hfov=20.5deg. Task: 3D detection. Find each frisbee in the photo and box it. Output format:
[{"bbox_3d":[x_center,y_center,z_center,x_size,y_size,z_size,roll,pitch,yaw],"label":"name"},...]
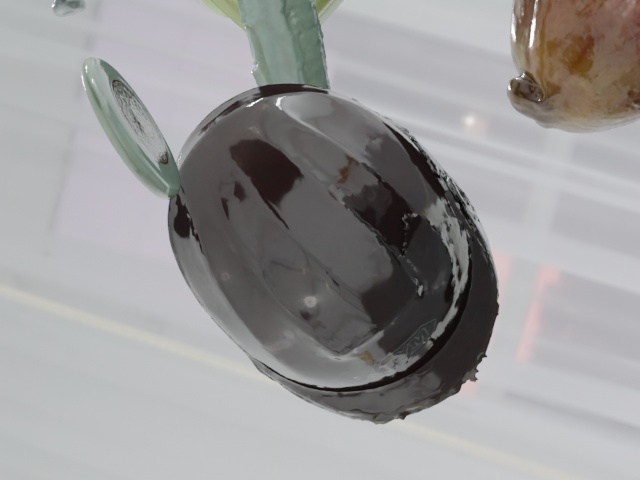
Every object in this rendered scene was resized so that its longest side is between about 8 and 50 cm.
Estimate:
[{"bbox_3d":[-0.126,-0.077,1.195,0.014,0.110,0.110,-30,-6,9],"label":"frisbee"}]

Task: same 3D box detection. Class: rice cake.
[{"bbox_3d":[-0.027,-0.151,1.655,0.063,0.066,0.336,-26,-72,-51],"label":"rice cake"}]

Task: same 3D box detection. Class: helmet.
[{"bbox_3d":[0.000,0.000,1.419,0.225,0.305,0.177,-45,-20,4],"label":"helmet"}]

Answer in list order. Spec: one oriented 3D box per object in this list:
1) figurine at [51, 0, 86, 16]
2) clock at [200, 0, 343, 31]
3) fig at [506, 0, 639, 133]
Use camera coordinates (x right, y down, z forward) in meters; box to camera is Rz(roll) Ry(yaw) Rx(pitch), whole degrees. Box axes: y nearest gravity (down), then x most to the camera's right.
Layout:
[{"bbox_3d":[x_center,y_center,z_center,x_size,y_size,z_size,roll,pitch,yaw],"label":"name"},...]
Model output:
[{"bbox_3d":[-0.293,-0.344,2.002,0.265,0.140,0.193,-52,-15,-49],"label":"figurine"},{"bbox_3d":[-0.079,-0.311,1.867,0.170,0.232,0.069,-49,-7,-22],"label":"clock"},{"bbox_3d":[0.290,-0.229,1.747,0.224,0.224,0.263,5,-83,-79],"label":"fig"}]
